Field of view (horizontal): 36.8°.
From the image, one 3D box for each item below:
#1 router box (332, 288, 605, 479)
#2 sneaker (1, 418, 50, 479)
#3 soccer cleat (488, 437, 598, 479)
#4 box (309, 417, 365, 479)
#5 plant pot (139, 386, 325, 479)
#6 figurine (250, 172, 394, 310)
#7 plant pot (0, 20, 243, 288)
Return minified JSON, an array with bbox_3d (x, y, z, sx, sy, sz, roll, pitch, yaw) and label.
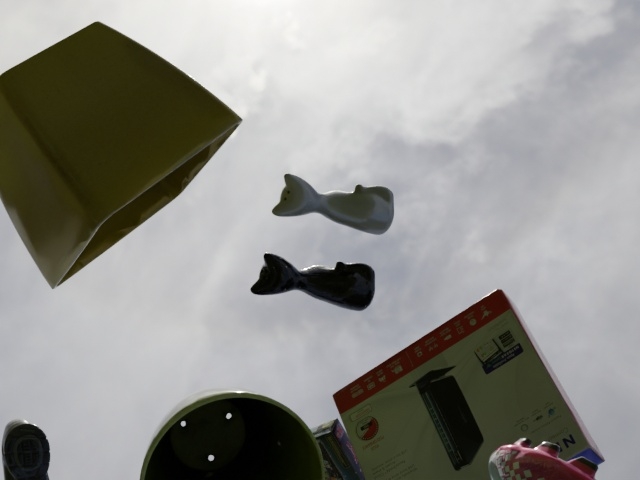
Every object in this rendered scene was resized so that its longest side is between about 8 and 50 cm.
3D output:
[{"bbox_3d":[0.218,0.288,1.500,0.335,0.082,0.301,-35,-130,12],"label":"router box"},{"bbox_3d":[-0.586,0.492,1.937,0.130,0.109,0.286,15,-74,62],"label":"sneaker"},{"bbox_3d":[0.242,0.282,0.810,0.143,0.116,0.331,-52,-144,-12],"label":"soccer cleat"},{"bbox_3d":[0.015,0.435,1.675,0.159,0.233,0.044,-24,-165,24],"label":"box"},{"bbox_3d":[-0.162,0.342,1.536,0.275,0.274,0.293,-61,-164,-2],"label":"plant pot"},{"bbox_3d":[0.000,0.000,1.556,0.092,0.209,0.215,27,-74,56],"label":"figurine"},{"bbox_3d":[-0.251,-0.107,1.053,0.212,0.187,0.212,-42,-179,-36],"label":"plant pot"}]
